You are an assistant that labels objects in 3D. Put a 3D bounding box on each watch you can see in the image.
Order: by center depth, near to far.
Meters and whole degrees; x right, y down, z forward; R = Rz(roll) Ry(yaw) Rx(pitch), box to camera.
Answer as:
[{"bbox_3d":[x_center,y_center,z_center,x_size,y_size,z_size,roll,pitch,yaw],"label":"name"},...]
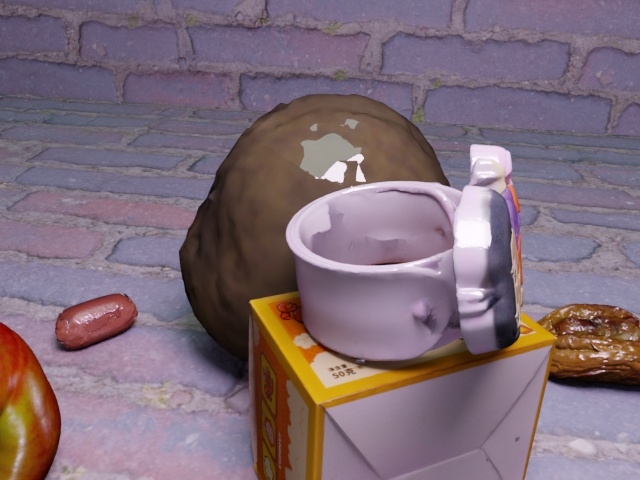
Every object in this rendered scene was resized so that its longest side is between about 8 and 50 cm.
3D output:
[{"bbox_3d":[0.076,0.013,0.589,0.231,0.196,0.244,2,27,17],"label":"watch"}]

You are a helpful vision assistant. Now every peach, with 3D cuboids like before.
[{"bbox_3d":[-0.462,0.208,0.743,0.274,0.245,0.248,9,-4,38],"label":"peach"}]

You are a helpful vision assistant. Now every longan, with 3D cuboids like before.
[{"bbox_3d":[0.008,-0.003,0.945,0.404,0.436,0.404,22,29,-13],"label":"longan"}]

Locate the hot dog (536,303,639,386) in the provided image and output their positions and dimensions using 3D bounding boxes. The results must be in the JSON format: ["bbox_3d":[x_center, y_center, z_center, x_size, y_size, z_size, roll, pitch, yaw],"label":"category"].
[{"bbox_3d":[0.455,0.173,0.977,0.226,0.099,0.160,6,26,1],"label":"hot dog"}]

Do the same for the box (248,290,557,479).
[{"bbox_3d":[0.078,0.195,0.712,0.283,0.260,0.214,-9,26,-23],"label":"box"}]

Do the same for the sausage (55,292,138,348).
[{"bbox_3d":[-0.378,0.133,1.026,0.141,0.076,0.076,-18,32,-35],"label":"sausage"}]
